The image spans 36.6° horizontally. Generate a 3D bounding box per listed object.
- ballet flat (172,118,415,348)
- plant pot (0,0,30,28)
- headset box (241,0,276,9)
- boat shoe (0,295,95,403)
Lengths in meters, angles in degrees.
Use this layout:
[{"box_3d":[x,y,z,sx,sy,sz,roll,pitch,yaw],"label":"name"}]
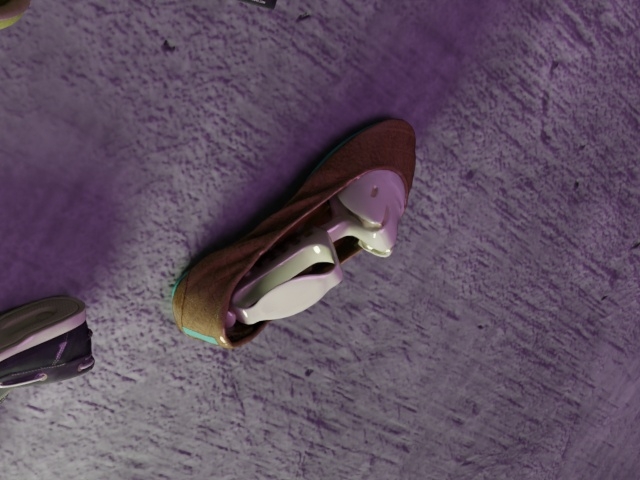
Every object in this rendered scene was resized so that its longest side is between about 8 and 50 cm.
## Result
[{"box_3d":[0.000,0.000,1.022,0.342,0.124,0.116,-36,128,-16],"label":"ballet flat"},{"box_3d":[-0.363,-0.119,0.585,0.276,0.276,0.254,23,115,-40],"label":"plant pot"},{"box_3d":[-0.127,-0.355,0.756,0.246,0.131,0.283,5,108,-36],"label":"headset box"},{"box_3d":[-0.319,0.126,0.886,0.233,0.084,0.079,-20,121,-30],"label":"boat shoe"}]
